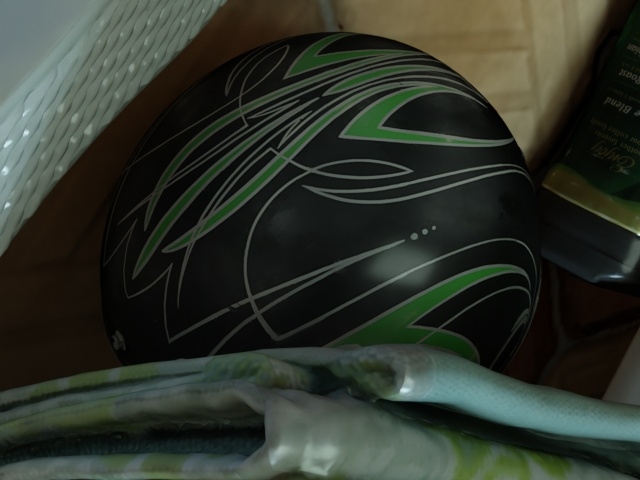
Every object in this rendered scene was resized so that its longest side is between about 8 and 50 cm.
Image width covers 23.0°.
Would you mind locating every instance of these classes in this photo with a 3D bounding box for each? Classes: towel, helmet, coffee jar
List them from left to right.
[{"bbox_3d":[-0.008,0.126,0.600,0.374,0.320,0.090,22,59,-49],"label":"towel"},{"bbox_3d":[0.000,0.000,0.618,0.169,0.169,0.161,-57,145,-1],"label":"helmet"},{"bbox_3d":[0.181,-0.060,0.826,0.096,0.079,0.184,17,101,-57],"label":"coffee jar"}]

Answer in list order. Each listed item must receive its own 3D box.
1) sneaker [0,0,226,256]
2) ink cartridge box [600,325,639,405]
[{"bbox_3d":[-0.108,-0.107,0.466,0.366,0.150,0.135,-56,177,-39],"label":"sneaker"},{"bbox_3d":[0.246,0.176,0.933,0.270,0.151,0.395,-62,158,0],"label":"ink cartridge box"}]
